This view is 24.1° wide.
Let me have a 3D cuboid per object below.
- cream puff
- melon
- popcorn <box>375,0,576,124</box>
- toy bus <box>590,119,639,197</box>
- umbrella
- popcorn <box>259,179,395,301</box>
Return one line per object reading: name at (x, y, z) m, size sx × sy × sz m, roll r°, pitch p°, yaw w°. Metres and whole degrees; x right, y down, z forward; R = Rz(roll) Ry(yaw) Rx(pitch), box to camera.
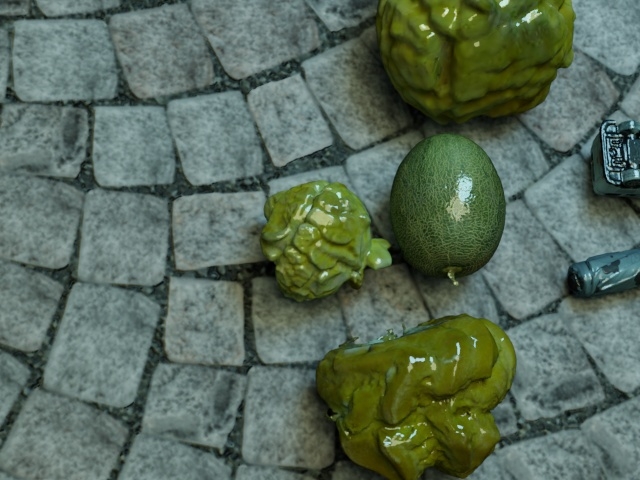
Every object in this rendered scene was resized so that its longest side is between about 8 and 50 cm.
cream puff at (0.119, 0.177, 1.651) m, size 0.221 × 0.195 × 0.195 m, roll -19°, pitch 74°, yaw -13°
melon at (0.149, -0.034, 1.751) m, size 0.139 × 0.139 × 0.192 m, roll 4°, pitch 65°, yaw -10°
popcorn at (0.182, -0.264, 1.818) m, size 0.249 × 0.249 × 0.225 m, roll -23°, pitch 46°, yaw -19°
toy bus at (0.428, -0.094, 1.857) m, size 0.193 × 0.089 × 0.087 m, roll 2°, pitch 71°, yaw -11°
umbrella at (0.418, 0.023, 1.830) m, size 0.250 × 0.053 × 0.052 m, roll -12°, pitch 71°, yaw -15°
popcorn at (0.000, 0.000, 1.713) m, size 0.162 × 0.135 × 0.141 m, roll 36°, pitch 60°, yaw 6°
